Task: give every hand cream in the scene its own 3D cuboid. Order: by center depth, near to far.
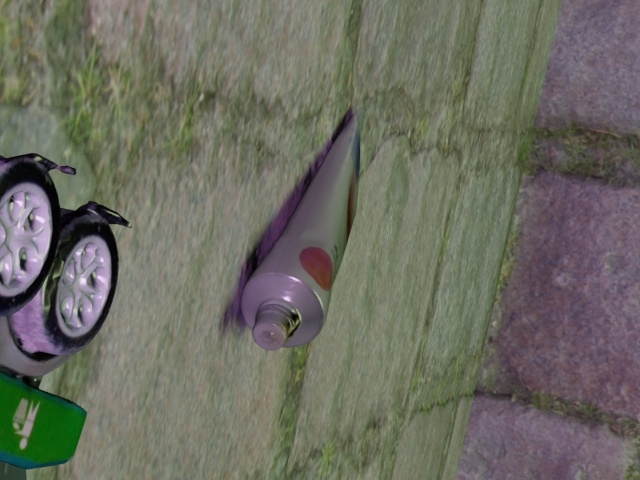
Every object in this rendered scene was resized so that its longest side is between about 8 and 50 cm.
[{"bbox_3d":[0.000,0.000,1.414,0.340,0.078,0.124,-61,158,-56],"label":"hand cream"}]

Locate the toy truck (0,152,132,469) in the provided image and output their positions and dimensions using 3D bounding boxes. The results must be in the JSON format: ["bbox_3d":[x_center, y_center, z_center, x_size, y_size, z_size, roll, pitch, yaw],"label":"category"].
[{"bbox_3d":[-0.202,0.024,0.502,0.363,0.176,0.178,50,54,-63],"label":"toy truck"}]

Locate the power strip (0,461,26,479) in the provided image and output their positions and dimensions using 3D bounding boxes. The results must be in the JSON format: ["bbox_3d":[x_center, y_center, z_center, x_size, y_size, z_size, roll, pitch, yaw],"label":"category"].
[{"bbox_3d":[-0.204,0.199,0.814,0.167,0.054,0.253,-58,152,-79],"label":"power strip"}]
